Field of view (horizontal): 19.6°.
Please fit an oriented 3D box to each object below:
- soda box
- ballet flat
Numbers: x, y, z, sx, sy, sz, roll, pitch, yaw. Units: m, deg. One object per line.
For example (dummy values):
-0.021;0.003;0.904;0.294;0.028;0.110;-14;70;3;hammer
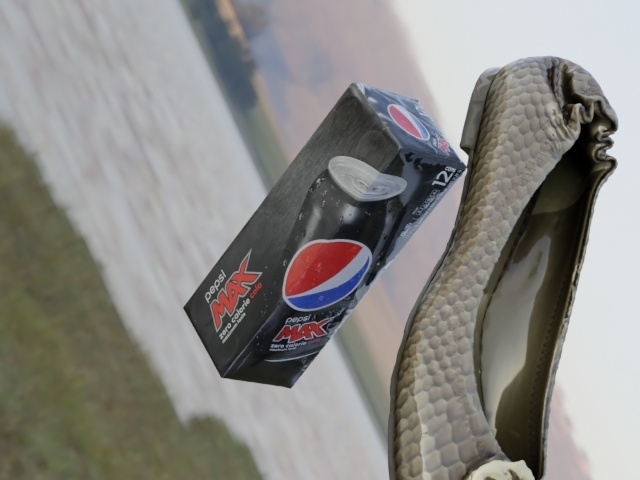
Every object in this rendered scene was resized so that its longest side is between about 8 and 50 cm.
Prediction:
0.000;0.000;0.982;0.053;0.169;0.060;13;34;-43;soda box
0.078;0.027;0.727;0.084;0.058;0.249;55;40;-44;ballet flat
